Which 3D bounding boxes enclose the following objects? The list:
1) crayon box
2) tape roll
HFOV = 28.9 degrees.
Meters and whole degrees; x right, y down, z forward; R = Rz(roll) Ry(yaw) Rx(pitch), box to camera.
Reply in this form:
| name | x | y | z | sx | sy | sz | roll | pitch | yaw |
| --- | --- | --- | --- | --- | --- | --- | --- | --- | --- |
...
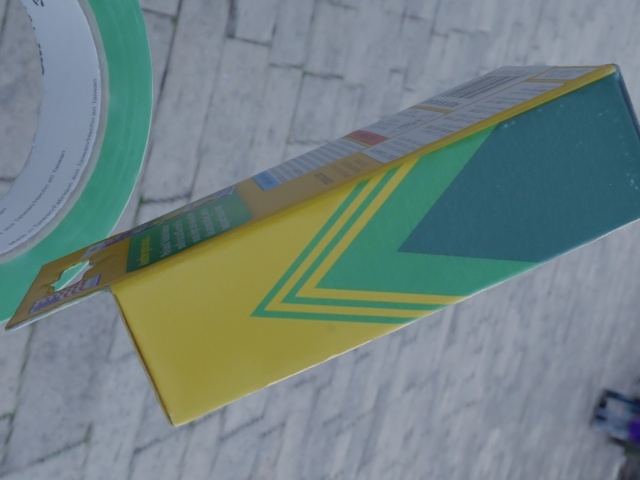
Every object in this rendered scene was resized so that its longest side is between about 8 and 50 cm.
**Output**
| name | x | y | z | sx | sy | sz | roll | pitch | yaw |
| --- | --- | --- | --- | --- | --- | --- | --- | --- | --- |
| crayon box | 0.000 | 0.000 | 0.696 | 0.203 | 0.322 | 0.083 | -133 | -159 | -79 |
| tape roll | -0.259 | -0.100 | 0.829 | 0.321 | 0.077 | 0.321 | -12 | 107 | -44 |
